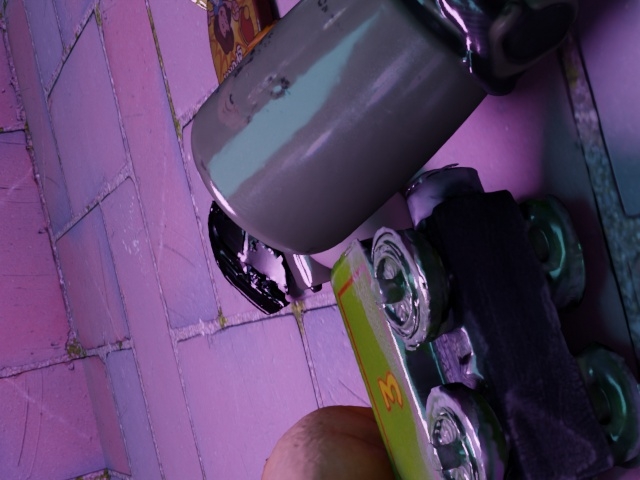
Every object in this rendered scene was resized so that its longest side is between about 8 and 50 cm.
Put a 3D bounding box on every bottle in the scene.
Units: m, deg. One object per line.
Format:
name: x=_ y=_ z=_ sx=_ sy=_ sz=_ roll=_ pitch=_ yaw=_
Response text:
bottle: x=0.056 y=-0.143 z=0.805 sx=0.347 sy=0.168 sz=0.168 roll=-42 pitch=60 yaw=32

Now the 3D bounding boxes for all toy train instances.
toy train: x=0.128 y=0.105 z=0.875 sx=0.249 sy=0.173 sz=0.307 roll=125 pitch=129 yaw=-66

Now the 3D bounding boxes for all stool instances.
stool: x=0.000 y=0.000 z=1.188 sx=0.096 sy=0.096 sz=0.110 roll=-25 pitch=82 yaw=65

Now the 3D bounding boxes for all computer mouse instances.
computer mouse: x=-0.102 y=0.007 z=1.437 sx=0.242 sy=0.077 sz=0.146 roll=53 pitch=148 yaw=43

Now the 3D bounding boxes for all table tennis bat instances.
table tennis bat: x=-0.091 y=-0.227 z=1.355 sx=0.200 sy=0.038 sz=0.310 roll=130 pitch=127 yaw=-62

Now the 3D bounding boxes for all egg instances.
egg: x=0.032 y=-0.018 z=1.084 sx=0.135 sy=0.103 sz=0.103 roll=7 pitch=110 yaw=37

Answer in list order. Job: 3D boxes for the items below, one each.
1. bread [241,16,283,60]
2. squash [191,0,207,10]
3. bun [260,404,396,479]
bread: x=-0.024 y=-0.146 z=1.143 sx=0.199 sy=0.104 sz=0.199 roll=-178 pitch=90 yaw=-69
squash: x=-0.231 y=-0.456 z=1.407 sx=0.204 sy=0.155 sz=0.237 roll=64 pitch=149 yaw=30
bun: x=0.077 y=0.292 z=1.017 sx=0.165 sy=0.299 sz=0.299 roll=-32 pitch=65 yaw=18
